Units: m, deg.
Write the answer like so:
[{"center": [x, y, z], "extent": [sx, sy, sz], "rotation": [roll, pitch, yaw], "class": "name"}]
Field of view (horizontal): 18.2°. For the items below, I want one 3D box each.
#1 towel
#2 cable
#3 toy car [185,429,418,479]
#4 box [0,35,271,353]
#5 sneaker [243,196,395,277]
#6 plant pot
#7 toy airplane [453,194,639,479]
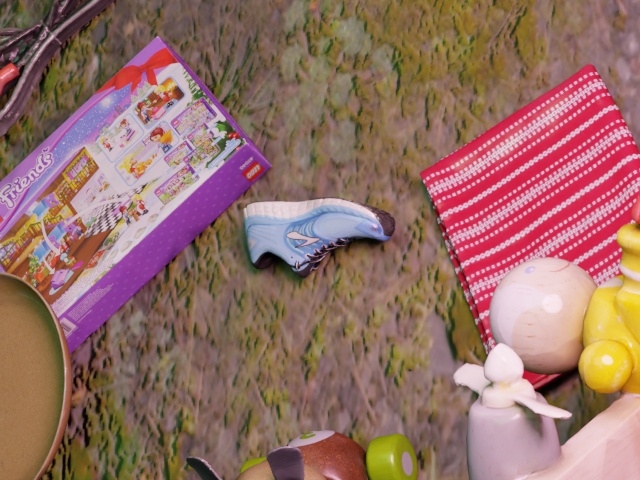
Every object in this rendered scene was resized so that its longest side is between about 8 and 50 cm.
[{"center": [0.203, -0.008, 1.752], "extent": [0.199, 0.031, 0.275], "rotation": [-32, 50, 17], "class": "towel"}, {"center": [-0.321, -0.219, 2.188], "extent": [0.287, 0.072, 0.139], "rotation": [-37, 55, 7], "class": "cable"}, {"center": [-0.028, 0.207, 1.672], "extent": [0.155, 0.188, 0.149], "rotation": [-12, 57, 25], "class": "toy car"}, {"center": [-0.213, -0.045, 2.024], "extent": [0.293, 0.057, 0.201], "rotation": [-42, 51, 4], "class": "box"}, {"center": [0.000, 0.000, 1.876], "extent": [0.162, 0.063, 0.073], "rotation": [-4, 79, 35], "class": "sneaker"}, {"center": [-0.317, 0.150, 1.950], "extent": [0.236, 0.032, 0.236], "rotation": [-10, 75, 40], "class": "plant pot"}, {"center": [0.240, 0.113, 1.437], "extent": [0.272, 0.386, 0.384], "rotation": [27, 80, 25], "class": "toy airplane"}]
